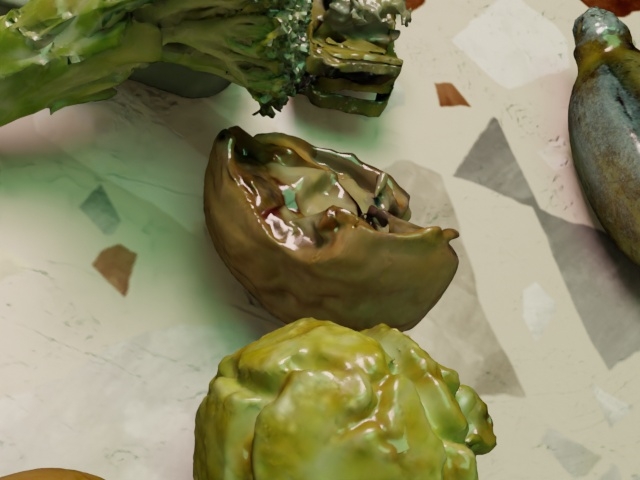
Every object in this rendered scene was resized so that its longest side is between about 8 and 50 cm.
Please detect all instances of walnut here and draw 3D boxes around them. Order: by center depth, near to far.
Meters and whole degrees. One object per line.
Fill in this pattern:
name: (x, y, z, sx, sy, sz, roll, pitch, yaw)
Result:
walnut: (-0.009, -0.002, 0.984, 0.204, 0.141, 0.238, 20, 13, -16)

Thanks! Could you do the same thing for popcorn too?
popcorn: (0.007, 0.153, 0.840, 0.204, 0.221, 0.183, 49, 53, -5)

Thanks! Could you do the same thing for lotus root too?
lotus root: (0.330, -0.093, 1.203, 0.158, 0.140, 0.322, -18, 58, -5)

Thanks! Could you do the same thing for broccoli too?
broccoli: (-0.188, -0.187, 0.932, 0.361, 0.252, 0.221, -12, 47, -11)

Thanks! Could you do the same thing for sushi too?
sushi: (0.038, -0.249, 1.186, 0.139, 0.131, 0.291, 10, 47, -15)

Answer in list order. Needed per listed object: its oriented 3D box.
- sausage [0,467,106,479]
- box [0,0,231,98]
sausage: (-0.251, 0.236, 0.750, 0.354, 0.116, 0.134, -24, 60, -37)
box: (-0.214, -0.365, 1.096, 0.396, 0.111, 0.396, 17, 72, -16)
